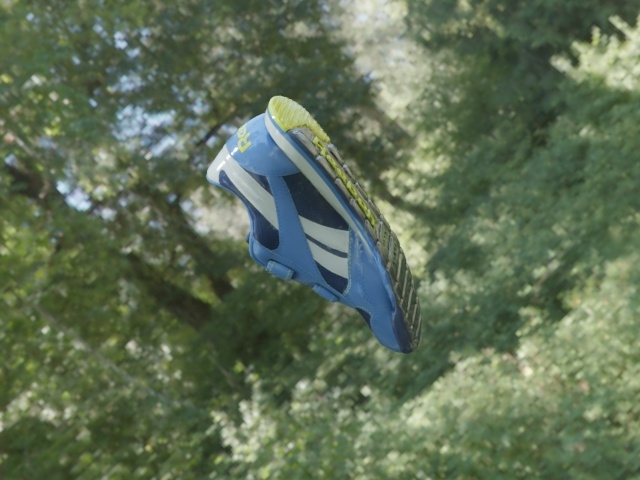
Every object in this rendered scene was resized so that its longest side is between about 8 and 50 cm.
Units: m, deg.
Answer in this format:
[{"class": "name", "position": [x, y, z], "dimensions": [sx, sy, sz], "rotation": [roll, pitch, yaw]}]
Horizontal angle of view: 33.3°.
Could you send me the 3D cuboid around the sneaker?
[{"class": "sneaker", "position": [0.000, 0.000, 0.533], "dimensions": [0.059, 0.144, 0.053], "rotation": [-31, 11, 16]}]
